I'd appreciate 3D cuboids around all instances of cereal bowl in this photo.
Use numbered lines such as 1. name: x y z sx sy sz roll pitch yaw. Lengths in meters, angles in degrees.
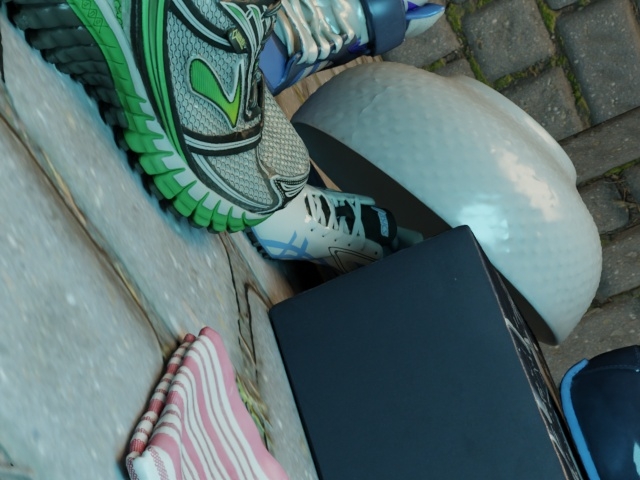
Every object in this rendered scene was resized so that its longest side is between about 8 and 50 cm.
1. cereal bowl: 0.139 -0.056 1.279 0.339 0.141 0.339 39 -6 5

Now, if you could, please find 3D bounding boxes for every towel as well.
1. towel: -0.049 0.138 0.722 0.197 0.029 0.144 -77 142 -75

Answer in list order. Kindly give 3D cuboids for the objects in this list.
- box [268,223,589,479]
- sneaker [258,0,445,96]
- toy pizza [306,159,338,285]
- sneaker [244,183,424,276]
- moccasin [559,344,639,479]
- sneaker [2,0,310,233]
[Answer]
1. box: 0.132 0.215 1.094 0.312 0.179 0.343 46 23 -62
2. sneaker: 0.007 -0.228 1.277 0.323 0.236 0.130 -47 113 -80
3. toy pizza: 0.000 0.000 1.325 0.201 0.032 0.201 62 11 -21
4. sneaker: 0.009 -0.016 1.164 0.237 0.086 0.085 23 48 -52
5. moccasin: 0.293 0.243 1.021 0.138 0.116 0.342 -14 81 -79
6. sneaker: -0.074 -0.122 0.847 0.343 0.146 0.134 54 15 -56
